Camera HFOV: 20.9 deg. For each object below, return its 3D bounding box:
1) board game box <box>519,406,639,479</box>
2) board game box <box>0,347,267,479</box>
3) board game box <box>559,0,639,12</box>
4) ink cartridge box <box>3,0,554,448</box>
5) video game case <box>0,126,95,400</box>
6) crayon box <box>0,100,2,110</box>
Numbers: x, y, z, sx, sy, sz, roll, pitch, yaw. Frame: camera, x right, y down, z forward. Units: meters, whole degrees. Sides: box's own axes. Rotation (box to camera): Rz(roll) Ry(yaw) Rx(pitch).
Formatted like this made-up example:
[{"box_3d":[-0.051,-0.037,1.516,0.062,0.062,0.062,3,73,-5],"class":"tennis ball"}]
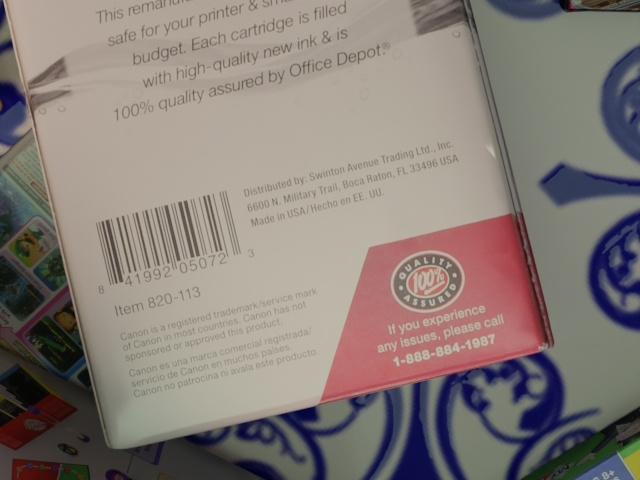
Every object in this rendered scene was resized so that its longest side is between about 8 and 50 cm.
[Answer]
[{"box_3d":[0.149,0.232,0.952,0.317,0.046,0.213,-33,101,7],"class":"board game box"},{"box_3d":[-0.133,0.137,0.817,0.316,0.242,0.064,28,103,-6],"class":"board game box"},{"box_3d":[0.243,-0.193,0.858,0.243,0.042,0.165,2,102,0],"class":"board game box"},{"box_3d":[-0.023,-0.063,0.823,0.207,0.117,0.283,-13,87,4],"class":"ink cartridge box"},{"box_3d":[-0.129,0.027,0.924,0.143,0.019,0.157,-42,99,9],"class":"video game case"},{"box_3d":[-0.302,-0.070,0.815,0.323,0.083,0.203,-36,143,8],"class":"crayon box"}]
